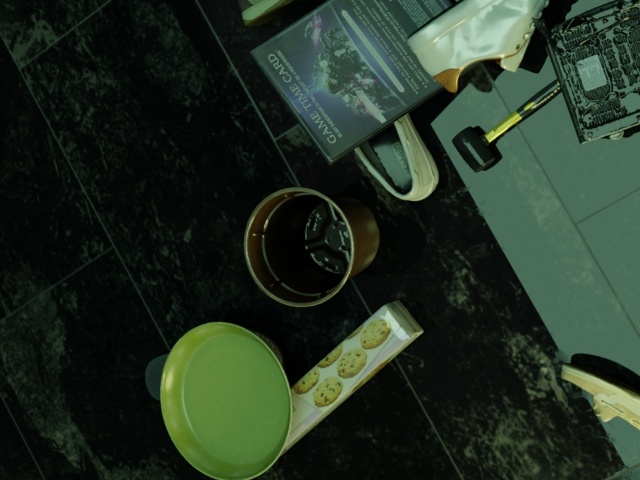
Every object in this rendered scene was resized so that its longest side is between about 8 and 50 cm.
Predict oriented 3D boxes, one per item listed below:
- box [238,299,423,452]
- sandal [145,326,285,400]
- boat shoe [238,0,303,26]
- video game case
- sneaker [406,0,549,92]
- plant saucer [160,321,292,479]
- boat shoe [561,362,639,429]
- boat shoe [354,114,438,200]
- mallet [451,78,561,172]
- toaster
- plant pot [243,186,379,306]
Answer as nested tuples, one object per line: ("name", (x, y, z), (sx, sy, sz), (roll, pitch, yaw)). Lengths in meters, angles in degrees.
("box", (0.014, 0.213, 1.946), (0.324, 0.063, 0.067), (-42, 78, 21))
("sandal", (-0.161, 0.190, 2.029), (0.255, 0.054, 0.097), (-12, 84, 31))
("boat shoe", (-0.032, -0.388, 1.889), (0.224, 0.080, 0.073), (-27, 90, 27))
("video game case", (0.069, -0.259, 1.823), (0.274, 0.026, 0.196), (-35, 81, -6))
("sneaker", (0.268, -0.306, 1.761), (0.290, 0.106, 0.123), (-33, 96, 14))
("plant saucer", (-0.135, 0.240, 1.960), (0.241, 0.037, 0.240), (3, 96, 31))
("boat shoe", (0.402, 0.223, 1.786), (0.170, 0.063, 0.059), (26, 99, 17))
("boat shoe", (0.071, -0.172, 1.865), (0.096, 0.088, 0.267), (-29, 85, 23))
("mallet", (0.276, -0.163, 1.813), (0.190, 0.039, 0.062), (-30, 84, 19))
("toaster", (0.391, -0.231, 1.705), (0.168, 0.110, 0.185), (-20, 88, 16))
("plant pot", (0.000, 0.000, 1.873), (0.167, 0.165, 0.166), (3, 98, 22))
